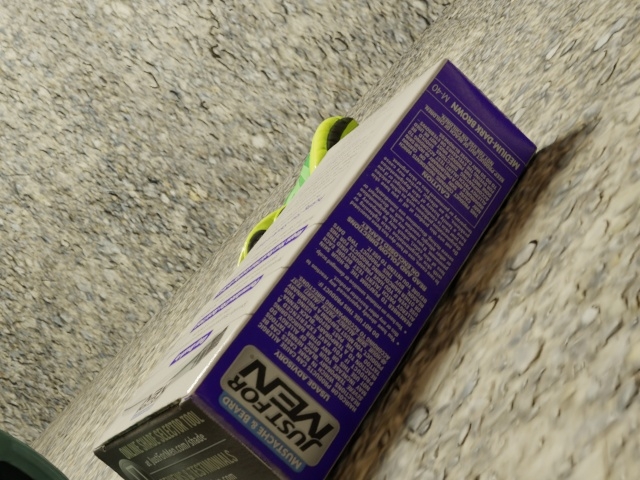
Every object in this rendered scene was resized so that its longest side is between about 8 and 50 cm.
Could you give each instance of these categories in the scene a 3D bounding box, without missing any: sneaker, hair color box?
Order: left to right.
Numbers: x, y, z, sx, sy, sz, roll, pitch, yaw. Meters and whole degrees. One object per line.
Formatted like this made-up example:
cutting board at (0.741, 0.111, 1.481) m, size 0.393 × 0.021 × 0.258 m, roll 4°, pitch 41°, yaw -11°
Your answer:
sneaker at (0.000, 0.000, 1.155) m, size 0.295 × 0.109 × 0.123 m, roll -61°, pitch -11°, yaw -46°
hair color box at (0.001, 0.039, 0.845) m, size 0.339 × 0.110 × 0.185 m, roll -51°, pitch 9°, yaw -33°

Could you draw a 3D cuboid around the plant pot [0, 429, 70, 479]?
plant pot at (-0.296, 0.265, 0.671) m, size 0.334 × 0.341 × 0.341 m, roll -30°, pitch 17°, yaw 40°
